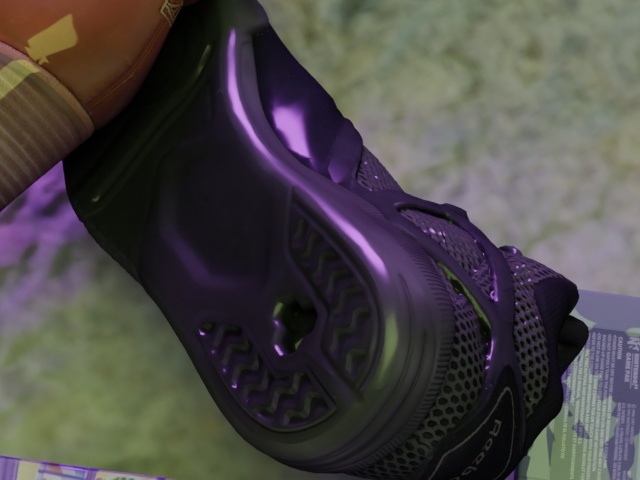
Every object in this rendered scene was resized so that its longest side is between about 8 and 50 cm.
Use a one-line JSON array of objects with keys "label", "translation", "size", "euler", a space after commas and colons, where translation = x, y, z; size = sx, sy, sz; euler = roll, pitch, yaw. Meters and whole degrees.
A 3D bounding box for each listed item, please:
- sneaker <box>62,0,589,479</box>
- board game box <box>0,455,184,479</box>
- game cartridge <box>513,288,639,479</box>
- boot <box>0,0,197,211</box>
[{"label": "sneaker", "translation": [0.000, 0.000, 0.576], "size": [0.087, 0.130, 0.227], "euler": [-49, 44, 10]}, {"label": "board game box", "translation": [-0.054, 0.240, 0.484], "size": [0.233, 0.078, 0.347], "euler": [7, 70, 2]}, {"label": "game cartridge", "translation": [0.092, 0.058, 0.588], "size": [0.056, 0.017, 0.083], "euler": [7, 70, 5]}, {"label": "boot", "translation": [-0.118, -0.099, 0.593], "size": [0.197, 0.073, 0.152], "euler": [36, 77, 29]}]
